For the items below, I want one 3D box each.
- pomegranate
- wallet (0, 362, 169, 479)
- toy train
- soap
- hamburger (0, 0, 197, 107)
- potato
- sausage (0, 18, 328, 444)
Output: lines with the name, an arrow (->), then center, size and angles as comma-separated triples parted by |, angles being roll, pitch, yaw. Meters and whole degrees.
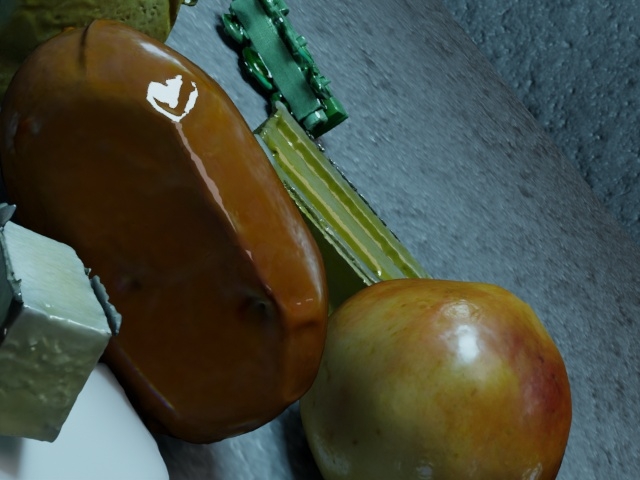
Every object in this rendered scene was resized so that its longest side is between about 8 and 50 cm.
pomegranate -> 0.083, 0.122, 0.898 | 0.209, 0.209, 0.209 | 46, 22, -24
wallet -> -0.144, 0.118, 0.626 | 0.095, 0.033, 0.190 | 60, 21, 8
toy train -> -0.039, -0.194, 1.307 | 0.178, 0.071, 0.104 | 60, 13, 9
soap -> 0.001, -0.001, 1.082 | 0.233, 0.076, 0.135 | 50, 21, -11
hamburger -> -0.193, -0.189, 0.788 | 0.215, 0.189, 0.122 | 39, 16, -39
potato -> -0.152, 0.039, 0.614 | 0.061, 0.086, 0.122 | 28, 11, -29
sausage -> -0.095, -0.008, 0.741 | 0.268, 0.153, 0.141 | 61, 5, -8
